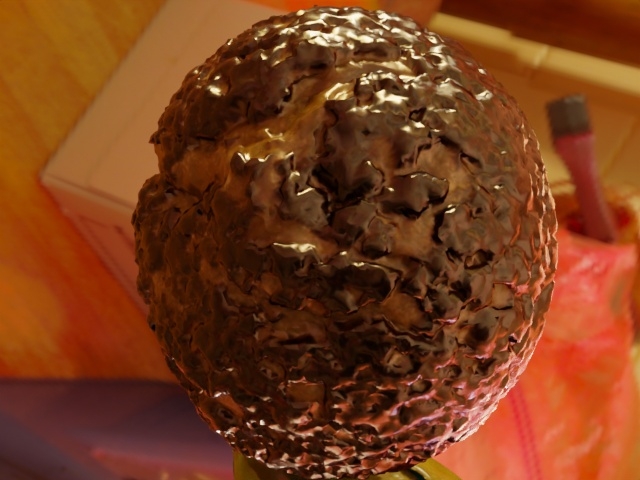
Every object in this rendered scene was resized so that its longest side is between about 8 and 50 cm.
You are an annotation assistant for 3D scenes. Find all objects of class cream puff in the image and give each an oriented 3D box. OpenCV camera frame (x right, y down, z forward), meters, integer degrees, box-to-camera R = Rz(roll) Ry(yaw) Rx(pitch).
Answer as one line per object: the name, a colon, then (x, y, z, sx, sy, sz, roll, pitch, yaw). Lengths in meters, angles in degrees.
cream puff: (0.000, 0.000, 0.708, 0.164, 0.239, 0.239, 7, 103, -35)

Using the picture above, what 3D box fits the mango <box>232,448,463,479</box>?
mango: (0.033, 0.171, 0.790, 0.125, 0.233, 0.111, -16, 150, -28)
